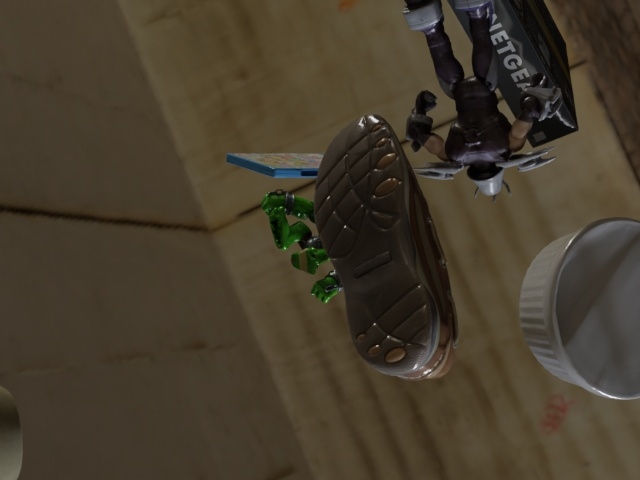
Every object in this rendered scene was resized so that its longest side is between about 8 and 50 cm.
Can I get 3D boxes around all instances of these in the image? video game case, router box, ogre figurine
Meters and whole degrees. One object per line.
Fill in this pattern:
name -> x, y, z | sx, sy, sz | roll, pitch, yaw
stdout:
video game case -> -0.030, -0.105, 1.684 | 0.119, 0.166, 0.015 | 20, 108, 50
router box -> 0.288, -0.332, 1.831 | 0.309, 0.081, 0.243 | 53, -153, -34
ogre figurine -> 0.000, 0.000, 1.795 | 0.197, 0.118, 0.096 | 40, 129, 42

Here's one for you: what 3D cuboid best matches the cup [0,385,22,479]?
cup -> -0.645, 0.346, 2.041 | 0.331, 0.237, 0.331 | 5, 96, 56

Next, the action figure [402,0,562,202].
action figure -> 0.171, -0.177, 1.349 | 0.099, 0.185, 0.285 | -54, -48, -67

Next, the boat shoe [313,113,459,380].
boat shoe -> 0.077, 0.011, 1.335 | 0.116, 0.123, 0.324 | 33, -138, -50

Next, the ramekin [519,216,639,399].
ramekin -> 0.425, 0.102, 1.837 | 0.127, 0.273, 0.273 | -6, 111, 65
